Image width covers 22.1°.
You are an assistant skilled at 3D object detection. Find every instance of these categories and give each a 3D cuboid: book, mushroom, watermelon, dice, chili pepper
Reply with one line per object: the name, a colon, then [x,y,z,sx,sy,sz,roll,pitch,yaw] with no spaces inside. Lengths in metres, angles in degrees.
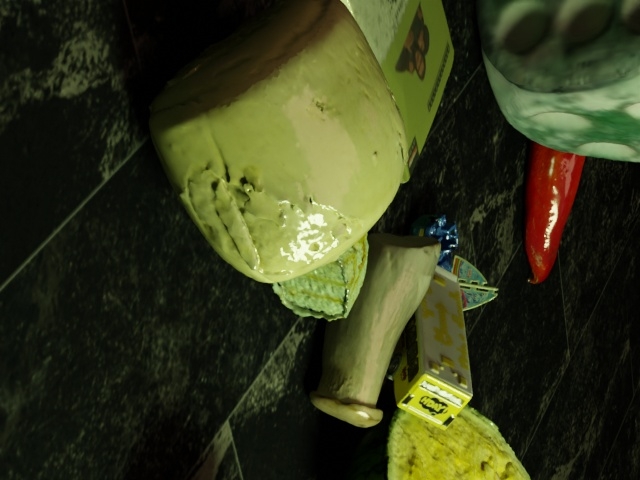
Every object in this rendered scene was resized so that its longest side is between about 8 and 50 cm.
book: [0.084,-0.270,1.886,0.352,0.035,0.239,68,35,-44]
mushroom: [0.055,0.085,1.828,0.247,0.096,0.108,-69,152,-21]
watermelon: [0.117,0.357,1.889,0.331,0.189,0.330,34,37,-30]
dice: [0.425,-0.302,2.201,0.348,0.328,0.330,20,71,-52]
chili pepper: [0.350,-0.126,2.445,0.137,0.092,0.368,70,37,-78]

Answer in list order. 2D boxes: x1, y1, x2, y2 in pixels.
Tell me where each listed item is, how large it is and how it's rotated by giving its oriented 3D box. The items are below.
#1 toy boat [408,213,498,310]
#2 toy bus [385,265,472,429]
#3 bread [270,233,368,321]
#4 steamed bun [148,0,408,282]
toy boat: [0.167,0.057,2.041,0.091,0.110,0.175,-38,131,-57]
toy bus: [0.121,0.117,1.896,0.074,0.081,0.226,-53,-161,30]
bread: [0.000,-0.005,1.678,0.110,0.103,0.156,-60,152,-33]
steamed bun: [-0.013,-0.100,1.490,0.232,0.166,0.273,60,39,-12]
